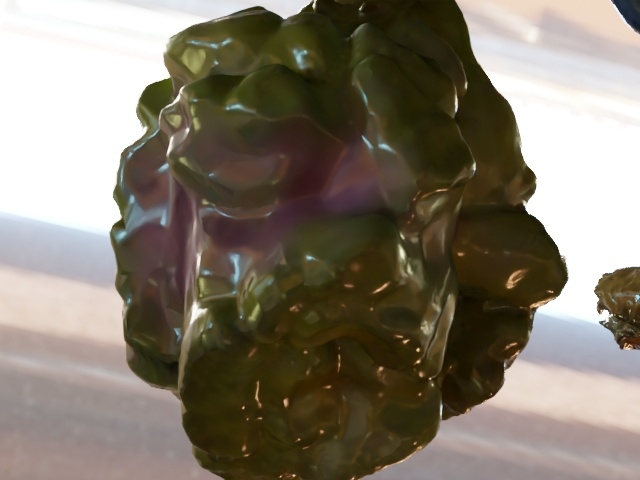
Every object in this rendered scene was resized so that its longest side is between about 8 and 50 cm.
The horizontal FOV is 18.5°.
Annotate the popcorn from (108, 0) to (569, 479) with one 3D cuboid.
[{"bbox_3d":[0.000,0.000,0.572,0.125,0.145,0.126,4,-154,36],"label":"popcorn"}]

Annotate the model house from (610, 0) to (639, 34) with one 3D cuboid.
[{"bbox_3d":[0.146,-0.216,0.678,0.329,0.295,0.252,11,-161,20],"label":"model house"}]

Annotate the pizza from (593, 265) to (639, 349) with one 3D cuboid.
[{"bbox_3d":[0.219,0.034,0.807,0.185,0.052,0.195,3,168,29],"label":"pizza"}]
